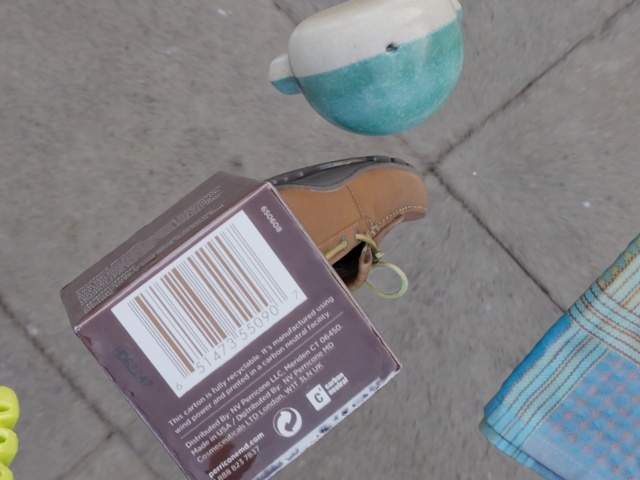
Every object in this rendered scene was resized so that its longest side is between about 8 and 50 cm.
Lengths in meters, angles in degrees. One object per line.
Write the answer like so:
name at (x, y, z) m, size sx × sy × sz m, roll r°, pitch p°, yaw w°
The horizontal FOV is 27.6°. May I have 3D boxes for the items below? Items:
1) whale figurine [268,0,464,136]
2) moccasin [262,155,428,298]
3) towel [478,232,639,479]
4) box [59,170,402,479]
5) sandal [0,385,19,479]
whale figurine at (0.055, -0.185, 1.364) m, size 0.216 × 0.272 × 0.141 m, roll -22°, pitch 101°, yaw -6°
moccasin at (0.003, -0.001, 1.274) m, size 0.139 × 0.380 × 0.147 m, roll -12°, pitch 94°, yaw 26°
towel at (0.325, 0.100, 0.983) m, size 0.271 × 0.040 × 0.370 m, roll 36°, pitch 121°, yaw -1°
box at (-0.074, 0.064, 0.963) m, size 0.168 × 0.203 × 0.167 m, roll -38°, pitch 102°, yaw -7°
sandal at (-0.359, 0.272, 1.222) m, size 0.138 × 0.317 × 0.126 m, roll 14°, pitch 130°, yaw -30°
